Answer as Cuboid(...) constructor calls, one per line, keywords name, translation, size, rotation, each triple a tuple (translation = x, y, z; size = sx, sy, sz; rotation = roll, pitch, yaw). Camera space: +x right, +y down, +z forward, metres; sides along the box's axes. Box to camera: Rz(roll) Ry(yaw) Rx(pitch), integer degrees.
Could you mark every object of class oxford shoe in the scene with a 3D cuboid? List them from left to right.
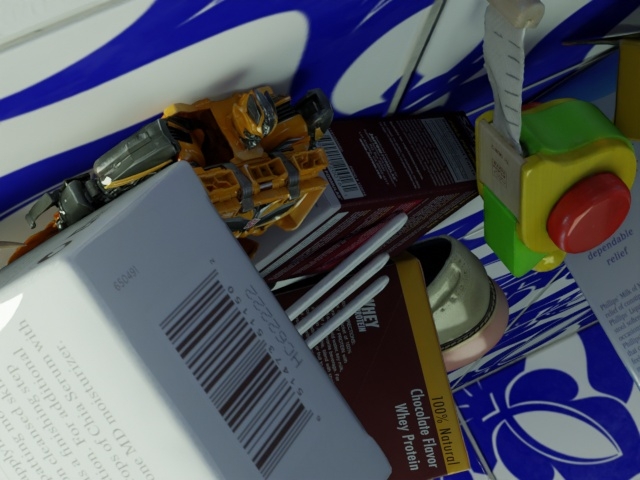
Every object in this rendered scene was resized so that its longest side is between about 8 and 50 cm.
Cuboid(name="oxford shoe", translation=(-0.017, 0.092, 1.703), size=(0.397, 0.140, 0.146), rotation=(-24, 138, 8))

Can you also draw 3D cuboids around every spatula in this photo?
Cuboid(name="spatula", translation=(-0.031, 0.077, 1.281), size=(0.242, 0.019, 0.168), rotation=(-40, 164, -18))

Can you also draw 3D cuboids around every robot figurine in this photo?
Cuboid(name="robot figurine", translation=(-0.105, -0.001, 1.116), size=(0.211, 0.085, 0.291), rotation=(-17, 163, -44))

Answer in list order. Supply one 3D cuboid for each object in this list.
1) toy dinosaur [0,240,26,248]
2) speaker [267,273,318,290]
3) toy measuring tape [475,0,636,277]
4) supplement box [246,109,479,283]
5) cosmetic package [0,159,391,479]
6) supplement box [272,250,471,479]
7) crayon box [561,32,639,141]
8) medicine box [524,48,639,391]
Cuboid(name="toy dinosaur", translation=(-0.294, 0.044, 1.017), size=(0.211, 0.064, 0.112), rotation=(-30, -173, 22))
Cuboid(name="speaker", translation=(0.000, 0.000, 1.431), size=(0.136, 0.055, 0.055), rotation=(-19, 166, -35))
Cuboid(name="toy measuring tape", translation=(0.174, -0.086, 1.229), size=(0.121, 0.121, 0.330), rotation=(-25, 146, -11))
Cuboid(name="supplement box", translation=(0.020, -0.033, 1.291), size=(0.130, 0.073, 0.239), rotation=(-37, 164, 33))
Cuboid(name="cosmetic package", translation=(-0.213, 0.166, 1.017), size=(0.453, 0.230, 0.161), rotation=(-28, -170, 27))
Cuboid(name="supplement box", translation=(0.006, 0.121, 1.473), size=(0.194, 0.191, 0.129), rotation=(-15, -172, -4))
Cuboid(name="crayon box", translation=(0.369, -0.113, 1.298), size=(0.318, 0.081, 0.202), rotation=(12, -163, 40))
Cuboid(name="medicine box", translation=(0.314, -0.006, 1.518), size=(0.149, 0.289, 0.263), rotation=(-33, 167, 17))
